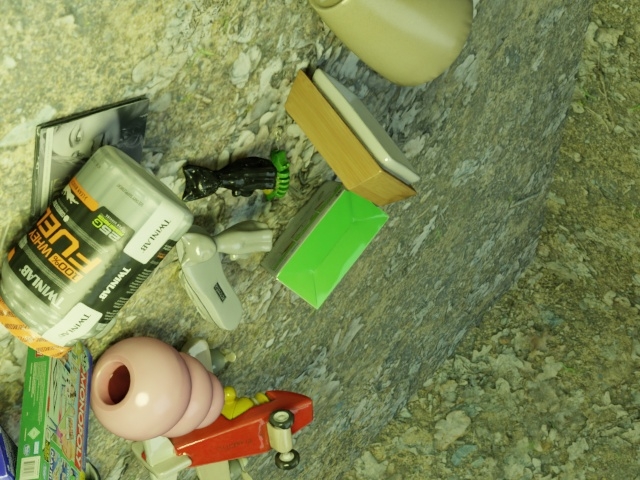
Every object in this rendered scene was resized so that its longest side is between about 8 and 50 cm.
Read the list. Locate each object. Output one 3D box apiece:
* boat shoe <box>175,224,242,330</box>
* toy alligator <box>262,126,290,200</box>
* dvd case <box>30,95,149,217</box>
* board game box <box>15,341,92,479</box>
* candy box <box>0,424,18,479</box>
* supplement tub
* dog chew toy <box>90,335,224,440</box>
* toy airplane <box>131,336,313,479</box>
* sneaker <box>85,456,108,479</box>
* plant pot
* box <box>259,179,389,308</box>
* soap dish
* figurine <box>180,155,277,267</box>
[{"bbox_3d":[-0.247,0.075,1.942,0.096,0.088,0.267,-56,138,-32],"label":"boat shoe"},{"bbox_3d":[-0.085,-0.152,2.004,0.056,0.051,0.189,-33,147,-41],"label":"toy alligator"},{"bbox_3d":[-0.375,-0.139,1.541,0.221,0.018,0.164,-27,143,-46],"label":"dvd case"},{"bbox_3d":[-0.459,0.302,1.640,0.046,0.317,0.213,-8,148,3],"label":"board game box"},{"bbox_3d":[-0.613,0.458,1.584,0.268,0.122,0.317,-18,143,-10],"label":"candy box"},{"bbox_3d":[-0.370,0.021,1.505,0.316,0.193,0.193,-50,155,1],"label":"supplement tub"},{"bbox_3d":[-0.317,0.313,1.934,0.206,0.206,0.332,-58,147,4],"label":"dog chew toy"},{"bbox_3d":[-0.258,0.443,2.220,0.384,0.272,0.386,33,102,-28],"label":"toy airplane"},{"bbox_3d":[-0.495,0.561,2.067,0.153,0.099,0.282,-56,152,4],"label":"sneaker"},{"bbox_3d":[0.112,-0.456,1.812,0.274,0.256,0.256,12,111,-47],"label":"plant pot"},{"bbox_3d":[0.000,0.000,2.120,0.262,0.127,0.231,-52,-167,-4],"label":"box"},{"bbox_3d":[0.065,-0.207,1.962,0.118,0.291,0.229,-42,158,13],"label":"soap dish"},{"bbox_3d":[-0.194,-0.053,1.851,0.209,0.092,0.215,-10,108,-47],"label":"figurine"}]
